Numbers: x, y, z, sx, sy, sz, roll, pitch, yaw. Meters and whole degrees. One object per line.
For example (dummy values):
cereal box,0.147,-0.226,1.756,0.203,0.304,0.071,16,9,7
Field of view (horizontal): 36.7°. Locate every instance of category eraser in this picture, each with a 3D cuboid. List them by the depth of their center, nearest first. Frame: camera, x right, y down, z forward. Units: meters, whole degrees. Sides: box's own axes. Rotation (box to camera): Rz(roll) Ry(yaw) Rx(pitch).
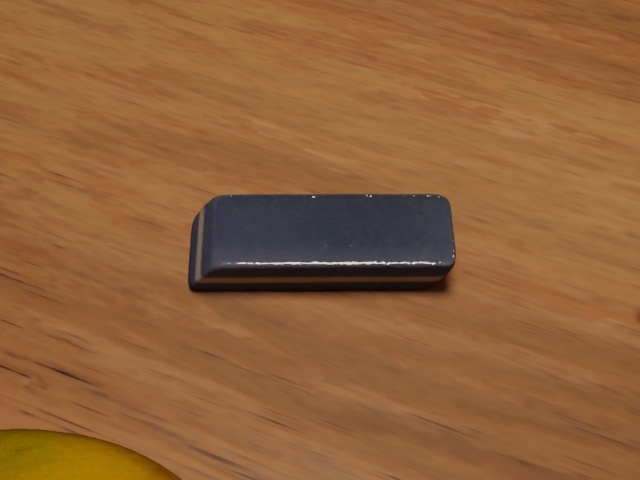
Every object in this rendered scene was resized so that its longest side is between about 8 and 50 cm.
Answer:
eraser,0.000,0.000,0.822,0.225,0.036,0.082,0,51,-3

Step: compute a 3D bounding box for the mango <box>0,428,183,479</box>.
mango,-0.174,0.206,0.606,0.316,0.119,0.176,16,54,21
